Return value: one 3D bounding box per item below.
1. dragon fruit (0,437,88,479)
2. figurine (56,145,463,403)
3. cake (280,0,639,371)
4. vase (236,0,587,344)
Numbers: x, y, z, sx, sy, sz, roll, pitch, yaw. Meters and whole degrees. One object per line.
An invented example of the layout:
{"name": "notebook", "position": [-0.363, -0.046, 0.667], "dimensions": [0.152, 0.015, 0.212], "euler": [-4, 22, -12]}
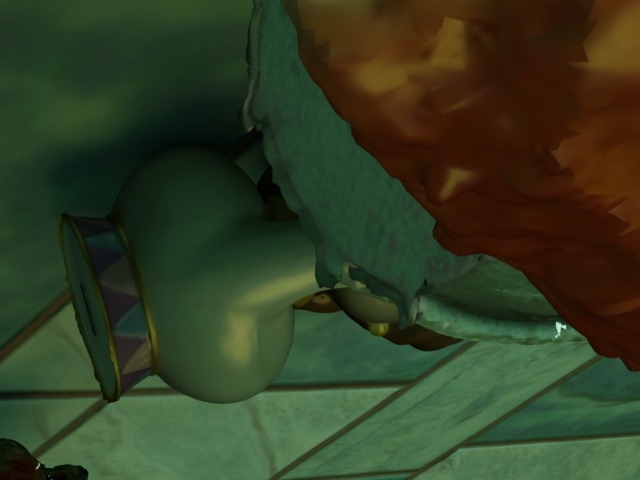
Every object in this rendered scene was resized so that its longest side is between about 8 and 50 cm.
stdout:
{"name": "dragon fruit", "position": [-0.258, 0.248, 1.191], "dimensions": [0.299, 0.244, 0.244], "euler": [-41, 155, 7]}
{"name": "figurine", "position": [0.000, 0.000, 0.980], "dimensions": [0.263, 0.142, 0.189], "euler": [-16, -171, -16]}
{"name": "cake", "position": [0.101, -0.165, 0.433], "dimensions": [0.269, 0.319, 0.270], "euler": [-26, 158, 15]}
{"name": "vase", "position": [0.201, -0.103, 0.813], "dimensions": [0.445, 0.250, 0.250], "euler": [-10, 156, -33]}
